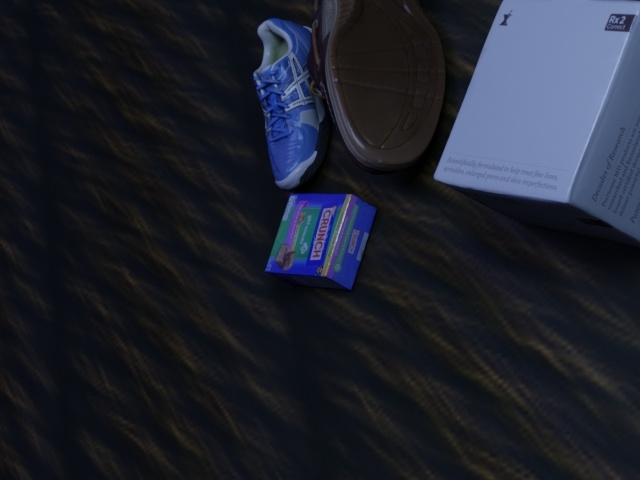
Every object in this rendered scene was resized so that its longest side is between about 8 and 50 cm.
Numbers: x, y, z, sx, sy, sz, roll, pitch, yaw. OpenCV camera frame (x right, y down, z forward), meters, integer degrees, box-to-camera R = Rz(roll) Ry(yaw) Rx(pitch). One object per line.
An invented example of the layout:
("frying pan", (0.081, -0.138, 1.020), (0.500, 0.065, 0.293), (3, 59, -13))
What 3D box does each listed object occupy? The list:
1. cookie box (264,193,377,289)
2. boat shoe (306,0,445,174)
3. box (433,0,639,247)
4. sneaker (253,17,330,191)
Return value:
("cookie box", (0.000, 0.000, 1.707), (0.107, 0.040, 0.092), (2, 70, 53))
("boat shoe", (0.046, -0.193, 1.726), (0.123, 0.123, 0.342), (110, 155, -53))
("box", (0.219, -0.103, 1.412), (0.181, 0.119, 0.182), (15, 81, 56))
("sneaker", (-0.040, -0.149, 1.817), (0.080, 0.081, 0.211), (-28, 50, 39))
